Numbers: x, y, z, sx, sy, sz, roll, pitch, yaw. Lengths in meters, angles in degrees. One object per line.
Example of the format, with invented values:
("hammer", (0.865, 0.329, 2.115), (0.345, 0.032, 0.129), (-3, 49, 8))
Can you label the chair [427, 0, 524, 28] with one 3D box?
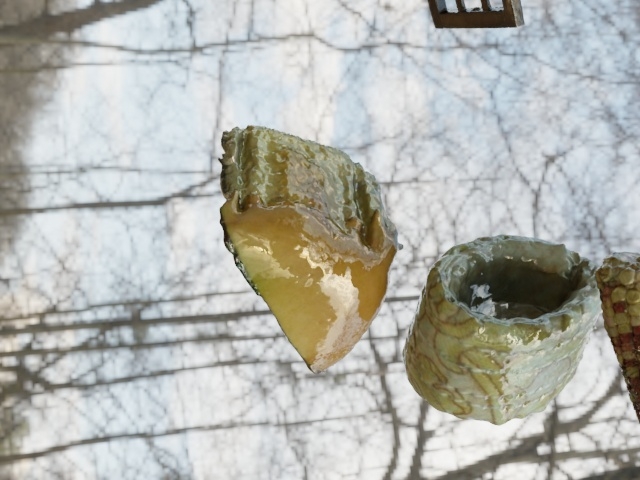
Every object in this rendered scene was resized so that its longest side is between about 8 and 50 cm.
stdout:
("chair", (0.093, -0.459, 1.525), (0.203, 0.240, 0.416), (11, -60, 54))

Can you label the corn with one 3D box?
("corn", (0.296, 0.125, 0.939), (0.086, 0.086, 0.253), (-32, -104, 66))

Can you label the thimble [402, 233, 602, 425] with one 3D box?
("thimble", (0.178, 0.082, 1.087), (0.143, 0.190, 0.137), (97, -22, -43))

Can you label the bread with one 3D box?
("bread", (0.009, 0.001, 1.098), (0.174, 0.133, 0.251), (-98, 164, -46))
